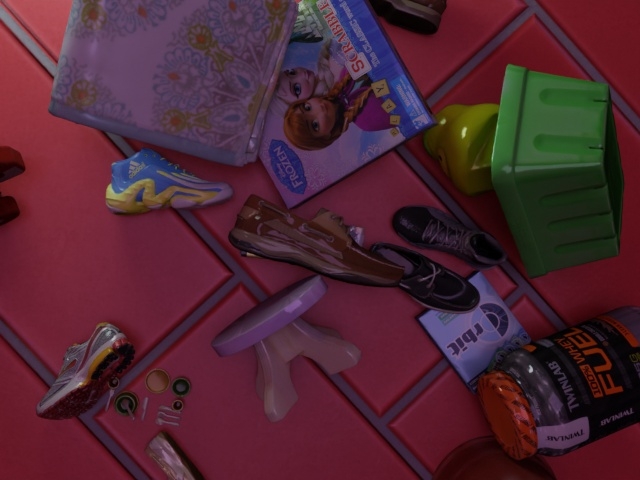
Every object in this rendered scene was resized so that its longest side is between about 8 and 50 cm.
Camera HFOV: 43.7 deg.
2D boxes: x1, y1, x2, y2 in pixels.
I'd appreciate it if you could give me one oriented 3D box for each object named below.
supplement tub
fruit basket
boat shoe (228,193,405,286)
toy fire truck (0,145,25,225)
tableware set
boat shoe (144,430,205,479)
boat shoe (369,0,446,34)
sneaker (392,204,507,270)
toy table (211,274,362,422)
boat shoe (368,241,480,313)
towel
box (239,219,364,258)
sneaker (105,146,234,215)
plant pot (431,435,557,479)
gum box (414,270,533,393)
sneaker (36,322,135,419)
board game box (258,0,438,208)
[{"bbox_3d":[0.478,0.267,1.477,0.338,0.207,0.207,-20,90,-12],"label":"supplement tub"},{"bbox_3d":[0.342,-0.128,1.435,0.392,0.392,0.283,17,63,-4],"label":"fruit basket"},{"bbox_3d":[0.000,0.000,1.443,0.323,0.122,0.120,17,86,-5],"label":"boat shoe"},{"bbox_3d":[-0.677,-0.088,1.380,0.302,0.254,0.169,-22,90,-5],"label":"toy fire truck"},{"bbox_3d":[-0.329,0.293,1.513,0.154,0.024,0.104,14,87,-4],"label":"tableware set"},{"bbox_3d":[-0.267,0.442,1.498,0.059,0.063,0.170,-38,82,-2],"label":"boat shoe"},{"bbox_3d":[0.099,-0.502,1.539,0.307,0.110,0.105,20,83,-14],"label":"boat shoe"},{"bbox_3d":[0.254,-0.011,1.516,0.228,0.132,0.086,21,87,-4],"label":"sneaker"},{"bbox_3d":[-0.060,0.190,1.440,0.252,0.274,0.161,-41,100,-40],"label":"toy table"},{"bbox_3d":[0.195,0.071,1.515,0.233,0.079,0.084,27,77,8],"label":"boat shoe"},{"bbox_3d":[-0.246,-0.317,1.377,0.374,0.090,0.321,14,103,-20],"label":"towel"},{"bbox_3d":[-0.036,0.002,1.529,0.232,0.058,0.087,6,88,-4],"label":"box"},{"bbox_3d":[-0.286,-0.118,1.496,0.240,0.091,0.126,-6,88,-4],"label":"sneaker"},{"bbox_3d":[0.353,0.516,1.442,0.272,0.265,0.273,0,88,-5],"label":"plant pot"},{"bbox_3d":[0.302,0.178,1.560,0.157,0.041,0.184,-37,92,-5],"label":"gum box"},{"bbox_3d":[-0.443,0.247,1.484,0.225,0.088,0.093,-44,58,3],"label":"sneaker"},{"bbox_3d":[0.001,-0.271,1.474,0.318,0.066,0.319,-31,87,17],"label":"board game box"}]
